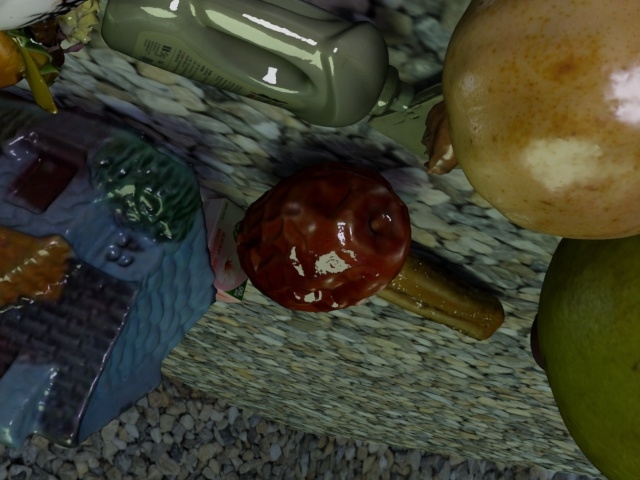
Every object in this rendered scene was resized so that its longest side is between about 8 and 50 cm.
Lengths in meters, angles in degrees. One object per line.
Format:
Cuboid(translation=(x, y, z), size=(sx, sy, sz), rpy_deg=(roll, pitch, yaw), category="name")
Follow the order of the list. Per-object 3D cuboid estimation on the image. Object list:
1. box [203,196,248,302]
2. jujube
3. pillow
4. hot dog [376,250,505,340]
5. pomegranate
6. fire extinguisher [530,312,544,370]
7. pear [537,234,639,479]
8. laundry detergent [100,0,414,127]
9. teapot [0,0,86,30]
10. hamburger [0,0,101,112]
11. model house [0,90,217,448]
Cuboid(translation=(-0.136, 0.013, 1.295), size=(0.043, 0.125, 0.089), rpy_deg=(-2, 156, 40), category="box")
Cuboid(translation=(0.000, 0.000, 1.086), size=(0.174, 0.174, 0.250), rpy_deg=(24, 164, -24), category="jujube")
Cuboid(translation=(0.146, -0.107, 0.839), size=(0.119, 0.053, 0.208), rpy_deg=(28, 161, -27), category="pillow")
Cuboid(translation=(0.147, 0.064, 1.304), size=(0.289, 0.068, 0.083), rpy_deg=(26, 123, -33), category="hot dog")
Cuboid(translation=(0.183, -0.100, 0.633), size=(0.207, 0.207, 0.207), rpy_deg=(14, 161, 5), category="pomegranate")
Cuboid(translation=(0.441, 0.140, 1.218), size=(0.341, 0.105, 0.141), rpy_deg=(-8, 119, 51), category="fire extinguisher")
Cuboid(translation=(0.368, 0.094, 0.841), size=(0.351, 0.352, 0.413), rpy_deg=(12, 171, 8), category="pear")
Cuboid(translation=(-0.041, -0.156, 0.747), size=(0.253, 0.091, 0.181), rpy_deg=(19, 179, -14), category="laundry detergent")
Cuboid(translation=(-0.174, -0.224, 0.464), size=(0.208, 0.166, 0.300), rpy_deg=(22, 118, -16), category="teapot")
Cuboid(translation=(-0.255, -0.216, 0.670), size=(0.261, 0.139, 0.243), rpy_deg=(29, 159, 45), category="hamburger")
Cuboid(translation=(-0.362, 0.052, 1.102), size=(0.360, 0.339, 0.297), rpy_deg=(20, 142, 16), category="model house")
